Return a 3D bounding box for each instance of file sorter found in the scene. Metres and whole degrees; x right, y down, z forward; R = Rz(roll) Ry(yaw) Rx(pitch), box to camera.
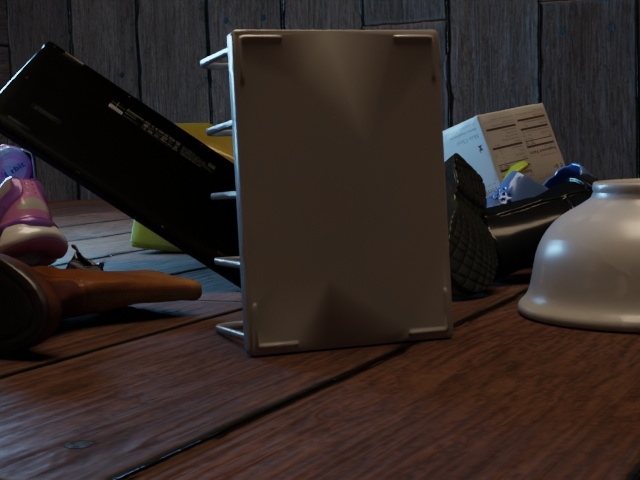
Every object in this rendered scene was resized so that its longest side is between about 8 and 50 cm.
[{"bbox_3d":[-0.004,-0.045,1.136,0.193,0.277,0.173,-4,1,-19],"label":"file sorter"}]

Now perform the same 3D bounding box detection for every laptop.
[{"bbox_3d":[-0.282,-0.062,1.670,0.382,0.236,0.408,33,26,-11],"label":"laptop"}]

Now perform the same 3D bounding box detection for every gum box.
[{"bbox_3d":[-0.396,-0.031,1.571,0.062,0.188,0.107,-4,5,-12],"label":"gum box"}]

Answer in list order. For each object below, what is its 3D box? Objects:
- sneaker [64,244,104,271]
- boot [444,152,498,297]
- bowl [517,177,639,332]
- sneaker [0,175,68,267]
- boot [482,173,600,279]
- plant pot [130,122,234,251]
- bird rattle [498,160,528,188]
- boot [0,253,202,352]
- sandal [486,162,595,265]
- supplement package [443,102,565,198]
[{"bbox_3d":[-0.295,0.039,1.420,0.098,0.069,0.038,-1,5,14],"label":"sneaker"},{"bbox_3d":[0.125,0.013,1.461,0.161,0.083,0.246,-36,26,28],"label":"boot"},{"bbox_3d":[0.344,0.005,1.211,0.298,0.134,0.298,-3,5,0],"label":"bowl"},{"bbox_3d":[-0.364,0.002,1.351,0.095,0.104,0.236,1,-24,-43],"label":"sneaker"},{"bbox_3d":[0.300,0.007,1.487,0.207,0.094,0.246,-20,31,-19],"label":"boot"},{"bbox_3d":[-0.175,-0.078,2.068,0.187,0.212,0.212,15,11,21],"label":"plant pot"},{"bbox_3d":[0.226,-0.023,1.929,0.254,0.143,0.207,-15,-7,3],"label":"bird rattle"},{"bbox_3d":[-0.240,0.064,1.213,0.280,0.096,0.264,4,-7,-41],"label":"boot"},{"bbox_3d":[0.265,-0.031,1.658,0.317,0.138,0.126,-6,8,-24],"label":"sandal"},{"bbox_3d":[0.262,-0.123,2.146,0.204,0.145,0.262,-16,-5,-45],"label":"supplement package"}]
